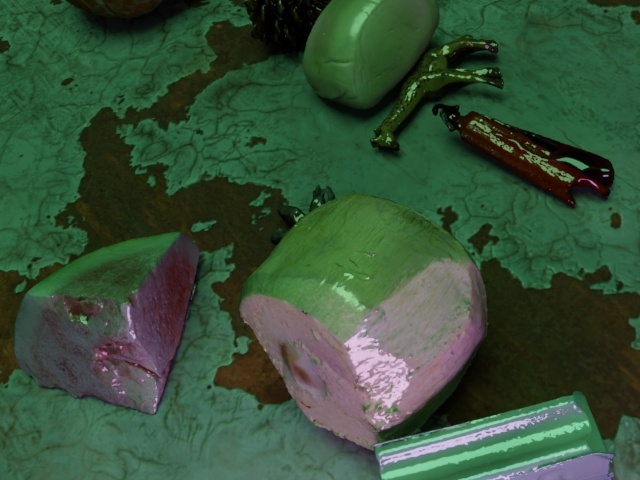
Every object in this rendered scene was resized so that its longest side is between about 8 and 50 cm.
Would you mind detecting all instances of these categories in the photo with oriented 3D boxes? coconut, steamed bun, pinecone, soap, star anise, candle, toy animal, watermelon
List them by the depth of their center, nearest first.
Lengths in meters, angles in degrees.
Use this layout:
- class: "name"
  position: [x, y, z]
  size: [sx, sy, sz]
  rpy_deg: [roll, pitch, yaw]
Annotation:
- class: "soap"
  position: [0.203, 0.266, 1.014]
  size: [0.261, 0.150, 0.094]
  rpy_deg: [-15, 60, 5]
- class: "coconut"
  position: [0.064, 0.084, 1.091]
  size: [0.297, 0.297, 0.254]
  rpy_deg: [32, 55, 31]
- class: "watermelon"
  position: [-0.302, 0.118, 1.277]
  size: [0.310, 0.193, 0.232]
  rpy_deg: [-19, 34, -13]
- class: "star anise"
  position: [0.000, 0.000, 1.299]
  size: [0.195, 0.065, 0.182]
  rpy_deg: [21, 66, 22]
- class: "candle"
  position: [0.298, -0.142, 1.305]
  size: [0.301, 0.059, 0.084]
  rpy_deg: [31, 72, 23]
- class: "toy animal"
  position: [0.183, -0.248, 1.420]
  size: [0.275, 0.054, 0.149]
  rpy_deg: [-28, 59, -6]
- class: "steamed bun"
  position: [0.070, -0.346, 1.435]
  size: [0.239, 0.152, 0.170]
  rpy_deg: [-51, 44, -10]
- class: "pinecone"
  position: [-0.052, -0.420, 1.537]
  size: [0.173, 0.174, 0.174]
  rpy_deg: [-7, 56, 11]

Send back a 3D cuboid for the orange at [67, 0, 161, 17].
- class: "orange"
  position: [-0.388, -0.589, 1.689]
  size: [0.329, 0.249, 0.329]
  rpy_deg: [-10, 47, 11]
